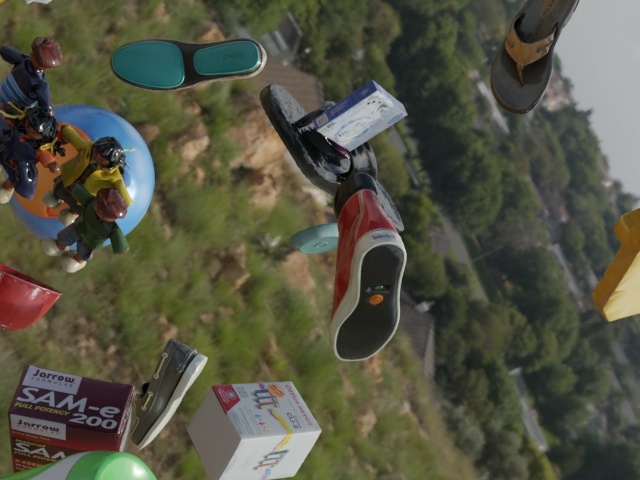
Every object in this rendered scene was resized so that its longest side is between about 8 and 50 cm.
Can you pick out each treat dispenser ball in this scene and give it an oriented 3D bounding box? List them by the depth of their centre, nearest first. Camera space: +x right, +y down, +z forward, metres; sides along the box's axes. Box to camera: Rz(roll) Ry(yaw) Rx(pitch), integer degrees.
[{"bbox_3d":[-0.474,-0.125,1.811,0.288,0.288,0.288,53,19,-28],"label":"treat dispenser ball"}]

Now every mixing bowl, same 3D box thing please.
[{"bbox_3d":[-0.569,0.102,1.647,0.181,0.098,0.181,25,-5,3],"label":"mixing bowl"}]

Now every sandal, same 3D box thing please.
[{"bbox_3d":[0.308,-0.290,1.314,0.090,0.219,0.060,28,3,21],"label":"sandal"},{"bbox_3d":[0.042,-0.145,1.495,0.445,0.107,0.168,35,26,-56],"label":"sandal"}]

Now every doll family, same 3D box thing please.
[{"bbox_3d":[-0.207,-0.072,0.717,0.193,0.111,0.076,45,42,-7],"label":"doll family"}]

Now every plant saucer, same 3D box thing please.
[{"bbox_3d":[0.000,0.000,1.718,0.119,0.119,0.021,27,46,-62],"label":"plant saucer"}]

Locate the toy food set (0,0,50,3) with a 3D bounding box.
[{"bbox_3d":[-0.510,-0.437,1.521,0.232,0.104,0.111,39,-17,55],"label":"toy food set"}]

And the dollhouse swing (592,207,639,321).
[{"bbox_3d":[0.520,-0.085,1.370,0.304,0.347,0.315,1,43,-19],"label":"dollhouse swing"}]

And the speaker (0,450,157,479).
[{"bbox_3d":[-0.276,0.259,0.747,0.131,0.296,0.131,-18,90,-72],"label":"speaker"}]

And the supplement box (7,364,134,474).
[{"bbox_3d":[-0.303,0.258,1.120,0.239,0.130,0.073,105,-5,-45],"label":"supplement box"}]

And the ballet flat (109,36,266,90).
[{"bbox_3d":[-0.264,-0.356,1.869,0.106,0.315,0.108,-58,149,-83],"label":"ballet flat"}]

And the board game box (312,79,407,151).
[{"bbox_3d":[0.049,-0.152,1.127,0.090,0.090,0.020,24,39,-58],"label":"board game box"}]

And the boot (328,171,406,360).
[{"bbox_3d":[0.051,0.035,1.270,0.176,0.088,0.244,-107,-158,-47],"label":"boot"}]

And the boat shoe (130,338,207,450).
[{"bbox_3d":[-0.349,0.335,1.991,0.091,0.305,0.109,35,30,3],"label":"boat shoe"}]

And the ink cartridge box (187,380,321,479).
[{"bbox_3d":[-0.116,0.337,1.615,0.176,0.127,0.128,4,37,-40],"label":"ink cartridge box"}]
